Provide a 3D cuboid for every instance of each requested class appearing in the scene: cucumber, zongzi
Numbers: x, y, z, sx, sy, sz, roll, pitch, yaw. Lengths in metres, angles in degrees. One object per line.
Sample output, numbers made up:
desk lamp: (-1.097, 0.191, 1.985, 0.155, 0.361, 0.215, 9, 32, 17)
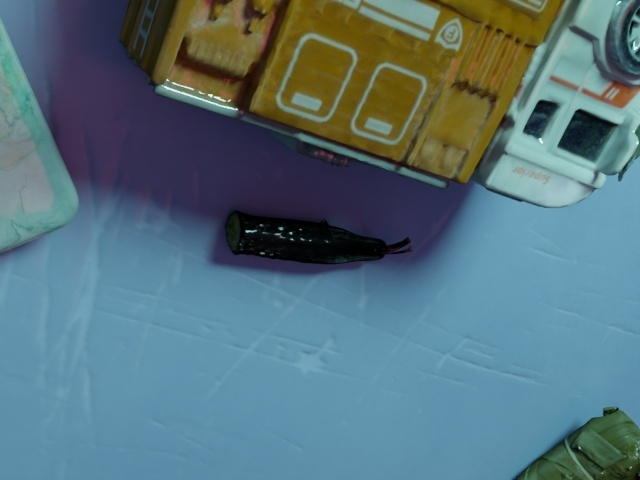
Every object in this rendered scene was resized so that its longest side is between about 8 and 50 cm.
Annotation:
cucumber: (0.000, 0.000, 0.647, 0.163, 0.043, 0.039, 6, 62, -32)
zongzi: (0.307, 0.286, 0.905, 0.178, 0.081, 0.189, -34, 137, 11)

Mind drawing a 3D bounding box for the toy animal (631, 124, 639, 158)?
toy animal: (0.322, -0.190, 0.725, 0.108, 0.138, 0.236, -34, 157, -58)

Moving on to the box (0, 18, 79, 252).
box: (-0.262, -0.114, 0.464, 0.142, 0.044, 0.285, -24, 117, -14)

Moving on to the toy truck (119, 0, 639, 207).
toy truck: (0.064, -0.145, 0.553, 0.387, 0.173, 0.207, 15, 107, -28)
